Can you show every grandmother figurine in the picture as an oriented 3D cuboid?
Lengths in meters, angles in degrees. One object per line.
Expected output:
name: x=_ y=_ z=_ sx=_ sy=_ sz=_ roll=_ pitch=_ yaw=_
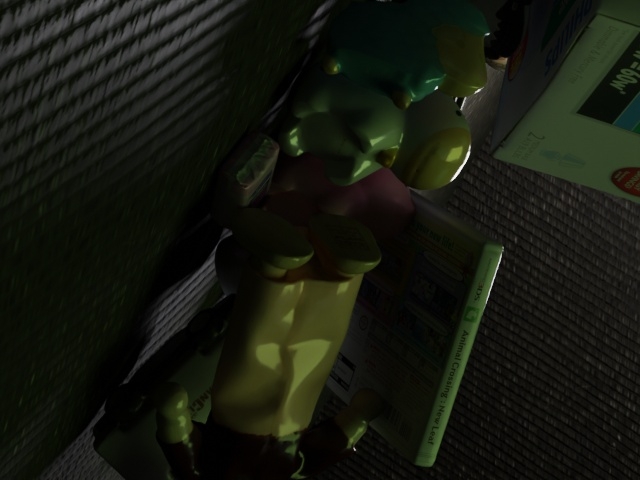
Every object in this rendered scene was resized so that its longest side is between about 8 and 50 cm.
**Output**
grandmother figurine: x=-0.046 y=0.141 z=1.538 sx=0.104 sy=0.208 sz=0.342 roll=-115 pitch=-141 yaw=-56

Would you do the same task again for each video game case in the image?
video game case: x=0.072 y=0.064 z=1.599 sx=0.212 sy=0.023 sz=0.193 roll=37 pitch=-68 yaw=63

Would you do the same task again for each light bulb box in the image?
light bulb box: x=0.363 y=-0.282 z=2.044 sx=0.358 sy=0.225 sz=0.361 roll=120 pitch=-16 yaw=-65

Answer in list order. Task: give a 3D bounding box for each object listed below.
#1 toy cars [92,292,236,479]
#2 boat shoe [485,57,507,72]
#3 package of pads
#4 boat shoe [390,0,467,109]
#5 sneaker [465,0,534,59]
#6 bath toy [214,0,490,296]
toy cars: x=-0.133 y=0.226 z=1.663 sx=0.087 sy=0.176 sz=0.393 roll=-146 pitch=-117 yaw=-61
boat shoe: x=0.310 y=-0.353 z=2.392 sx=0.324 sy=0.123 sz=0.120 roll=-59 pitch=170 yaw=8
package of pads: x=-0.060 y=-0.046 z=1.481 sx=0.050 sy=0.032 sz=0.083 roll=-49 pitch=171 yaw=-25
boat shoe: x=0.045 y=-0.091 z=1.699 sx=0.104 sy=0.111 sz=0.307 roll=-53 pitch=172 yaw=-42
sneaker: x=0.205 y=-0.317 z=1.989 sx=0.279 sy=0.107 sz=0.118 roll=120 pitch=-12 yaw=-51
bath toy: x=0.025 y=-0.057 z=1.575 sx=0.129 sy=0.151 sz=0.348 roll=-58 pitch=180 yaw=-43
